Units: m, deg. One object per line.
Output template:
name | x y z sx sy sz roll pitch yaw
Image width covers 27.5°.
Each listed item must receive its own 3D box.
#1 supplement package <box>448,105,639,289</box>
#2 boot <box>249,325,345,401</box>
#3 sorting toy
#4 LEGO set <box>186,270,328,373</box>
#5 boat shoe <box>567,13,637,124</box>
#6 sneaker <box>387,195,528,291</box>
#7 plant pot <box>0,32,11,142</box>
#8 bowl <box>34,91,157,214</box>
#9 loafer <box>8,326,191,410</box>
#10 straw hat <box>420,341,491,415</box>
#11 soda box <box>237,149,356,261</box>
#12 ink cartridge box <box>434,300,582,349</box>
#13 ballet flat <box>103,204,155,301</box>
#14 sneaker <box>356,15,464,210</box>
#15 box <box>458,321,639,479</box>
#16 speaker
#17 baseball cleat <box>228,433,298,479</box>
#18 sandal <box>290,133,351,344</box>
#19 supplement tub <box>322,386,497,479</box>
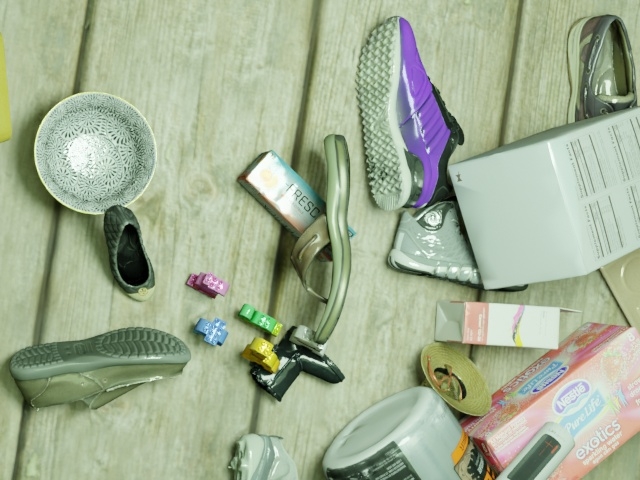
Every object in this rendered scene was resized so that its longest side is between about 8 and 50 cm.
supplement package | 0.368 -0.066 1.947 0.263 0.199 0.198 -21 96 -40
boot | -0.037 0.197 1.942 0.121 0.045 0.099 44 75 -5
sorting toy | 0.565 0.067 2.139 0.193 0.038 0.208 -33 94 -15
LEGO set | -0.097 0.128 1.872 0.227 0.093 0.087 28 74 -5
boat shoe | 0.454 -0.218 2.075 0.103 0.092 0.285 -4 90 -17
sneaker | 0.223 0.001 2.006 0.229 0.086 0.132 12 83 -16
plant pot | -0.522 -0.193 1.724 0.187 0.212 0.212 -6 91 -31
bowl | -0.320 -0.120 1.840 0.170 0.080 0.170 0 89 -17
loafer | -0.307 0.185 1.845 0.251 0.094 0.087 -5 115 -8
straw hat | 0.188 0.226 2.000 0.144 0.144 0.061 37 120 -14
soda box | -0.035 -0.050 1.939 0.183 0.058 0.063 45 77 -13
ink cartridge box | 0.288 0.130 2.006 0.198 0.115 0.067 4 87 -17
ballet flat | -0.268 0.025 1.835 0.057 0.049 0.173 -23 132 -12
sneaker | 0.145 -0.190 1.983 0.146 0.102 0.293 -1 86 -30
box | 0.372 0.267 2.012 0.300 0.154 0.142 -35 99 -14
speaker | 0.304 0.321 1.867 0.136 0.055 0.055 -41 101 -28
baseball cleat | -0.084 0.387 1.912 0.109 0.072 0.205 6 91 -24
sandal | 0.000 -0.001 1.871 0.086 0.120 0.302 1 82 -1
supplement tub | 0.172 0.401 1.920 0.207 0.207 0.338 -37 100 -14
